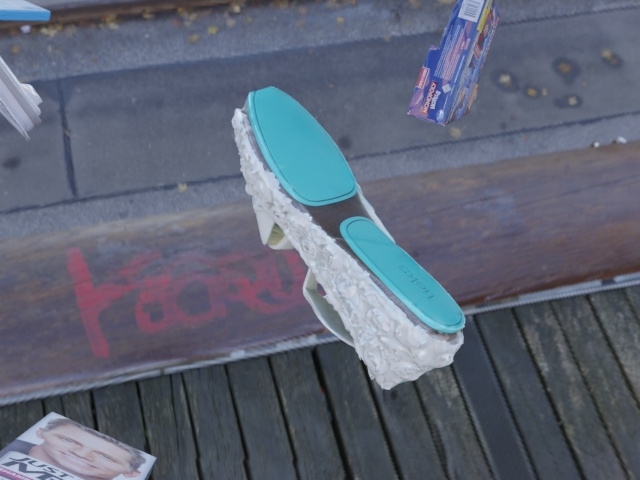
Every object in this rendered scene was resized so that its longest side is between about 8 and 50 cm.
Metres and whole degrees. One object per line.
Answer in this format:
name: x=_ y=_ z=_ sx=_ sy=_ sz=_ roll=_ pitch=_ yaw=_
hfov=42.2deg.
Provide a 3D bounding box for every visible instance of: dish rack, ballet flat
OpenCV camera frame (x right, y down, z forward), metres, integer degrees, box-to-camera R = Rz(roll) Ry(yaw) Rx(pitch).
dish rack: x=-0.629 y=-0.352 z=1.510 sx=0.072 sy=0.333 sz=0.285 roll=-39 pitch=37 yaw=-15
ballet flat: x=0.000 y=0.000 z=0.961 sx=0.147 sy=0.147 sz=0.409 roll=-26 pitch=65 yaw=-20

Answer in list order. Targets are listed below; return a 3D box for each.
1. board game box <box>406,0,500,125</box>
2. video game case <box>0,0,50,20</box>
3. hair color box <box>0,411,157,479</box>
board game box: x=0.202 y=-0.257 z=1.221 sx=0.060 sy=0.194 sz=0.194 roll=21 pitch=96 yaw=15
video game case: x=-0.452 y=-0.317 z=1.067 sx=0.166 sy=0.015 sz=0.119 roll=26 pitch=23 yaw=17
hair color box: x=-0.325 y=0.325 z=1.033 sx=0.174 sy=0.347 sz=0.105 roll=25 pitch=88 yaw=-3
